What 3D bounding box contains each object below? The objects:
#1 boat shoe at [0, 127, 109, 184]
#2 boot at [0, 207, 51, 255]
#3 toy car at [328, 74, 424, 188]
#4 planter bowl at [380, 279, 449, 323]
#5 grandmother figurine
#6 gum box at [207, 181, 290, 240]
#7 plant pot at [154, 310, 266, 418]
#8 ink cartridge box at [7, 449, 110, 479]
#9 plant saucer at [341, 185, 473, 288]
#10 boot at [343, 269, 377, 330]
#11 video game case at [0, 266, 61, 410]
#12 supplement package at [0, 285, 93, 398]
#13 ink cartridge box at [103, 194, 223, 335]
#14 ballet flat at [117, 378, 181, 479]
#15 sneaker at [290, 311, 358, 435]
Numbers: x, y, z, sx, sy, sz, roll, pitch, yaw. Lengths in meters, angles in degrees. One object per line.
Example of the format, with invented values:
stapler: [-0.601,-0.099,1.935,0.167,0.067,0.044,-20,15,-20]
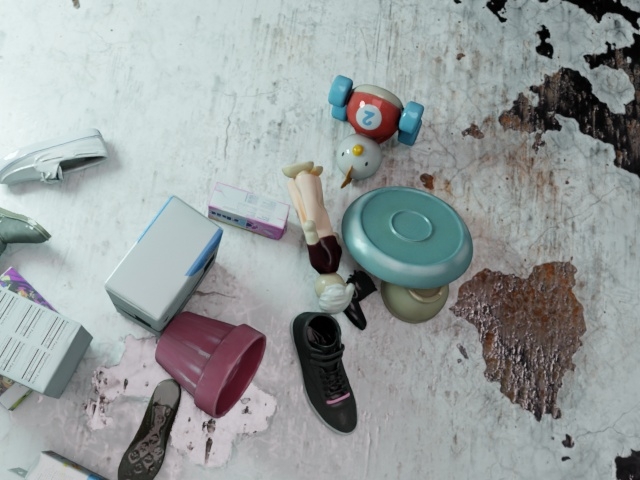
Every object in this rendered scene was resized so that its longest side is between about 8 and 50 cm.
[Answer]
boat shoe: [-0.609,-0.174,1.613,0.258,0.095,0.084,-25,76,-14]
boot: [-0.703,0.036,1.529,0.190,0.076,0.208,14,59,26]
toy car: [0.103,-0.234,1.706,0.219,0.210,0.238,21,85,7]
planter bowl: [0.232,0.107,1.672,0.162,0.109,0.162,2,74,-8]
grandmother figurine: [0.000,0.000,1.624,0.104,0.208,0.342,-18,79,27]
gum box: [-0.162,-0.065,1.651,0.188,0.107,0.062,18,73,-4]
plant pot: [-0.242,0.248,1.522,0.180,0.201,0.201,26,72,15]
ink cartridge box: [-0.527,0.477,1.446,0.181,0.104,0.061,27,72,-2]
plant saucer: [0.208,-0.024,1.665,0.318,0.043,0.317,6,46,-7]
boot: [0.093,0.137,1.676,0.099,0.045,0.121,-39,84,-20]
video game case: [-0.662,0.208,1.528,0.232,0.042,0.210,44,71,4]
supplement package: [-0.589,0.201,1.417,0.203,0.194,0.149,26,72,-3]
ink cartridge box: [-0.321,0.067,1.486,0.129,0.307,0.223,33,72,-2]
ballet flat: [-0.361,0.415,1.522,0.084,0.058,0.249,20,78,-9]
sneaker: [0.015,0.288,1.567,0.105,0.147,0.295,-19,80,-16]
